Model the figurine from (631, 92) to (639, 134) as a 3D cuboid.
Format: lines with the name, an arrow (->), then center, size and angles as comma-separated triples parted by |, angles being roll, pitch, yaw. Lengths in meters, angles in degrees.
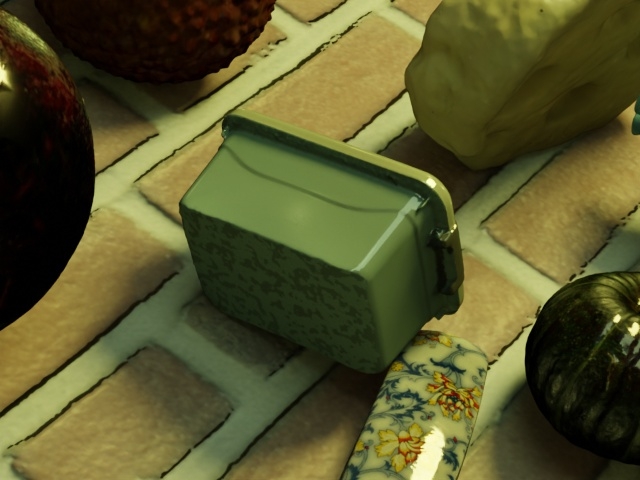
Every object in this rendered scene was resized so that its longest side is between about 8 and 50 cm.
figurine -> 0.395, -0.066, 1.591 | 0.262, 0.180, 0.154 | 23, 51, -6

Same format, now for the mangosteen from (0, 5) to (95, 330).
mangosteen -> -0.320, -0.068, 1.306 | 0.300, 0.300, 0.300 | 8, 46, -9

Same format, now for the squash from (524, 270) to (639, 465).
squash -> 0.266, 0.105, 1.411 | 0.193, 0.156, 0.193 | 29, 32, -20

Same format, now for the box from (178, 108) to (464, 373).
box -> 0.000, 0.000, 1.403 | 0.227, 0.162, 0.130 | 21, 55, 27

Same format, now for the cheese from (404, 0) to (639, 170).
cheese -> 0.228, -0.190, 1.601 | 0.318, 0.326, 0.115 | -39, 67, 2

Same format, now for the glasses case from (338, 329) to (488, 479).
glasses case -> 0.072, 0.166, 1.352 | 0.087, 0.065, 0.248 | 16, 42, 12

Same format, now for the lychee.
lychee -> -0.156, -0.276, 1.589 | 0.260, 0.260, 0.260 | 8, 46, -9
